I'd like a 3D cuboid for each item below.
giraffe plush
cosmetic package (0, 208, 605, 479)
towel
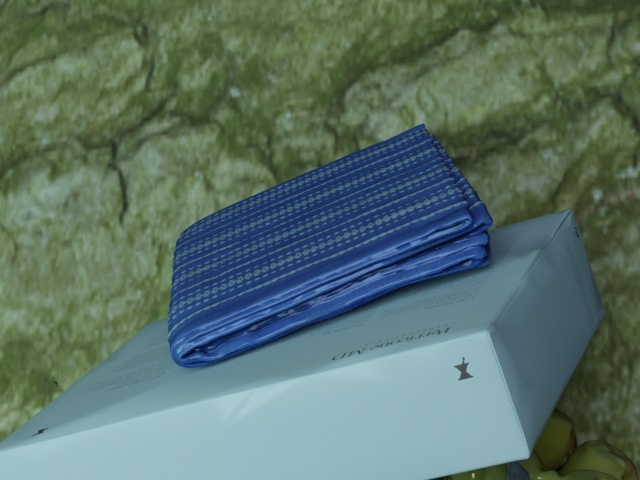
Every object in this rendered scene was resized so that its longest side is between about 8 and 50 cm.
[{"bbox_3d":[0.125,0.222,1.311,0.181,0.210,0.170,33,109,16],"label":"giraffe plush"},{"bbox_3d":[-0.007,0.101,1.250,0.377,0.284,0.097,-16,98,23],"label":"cosmetic package"},{"bbox_3d":[0.000,0.000,1.338,0.243,0.336,0.040,-22,105,3],"label":"towel"}]
